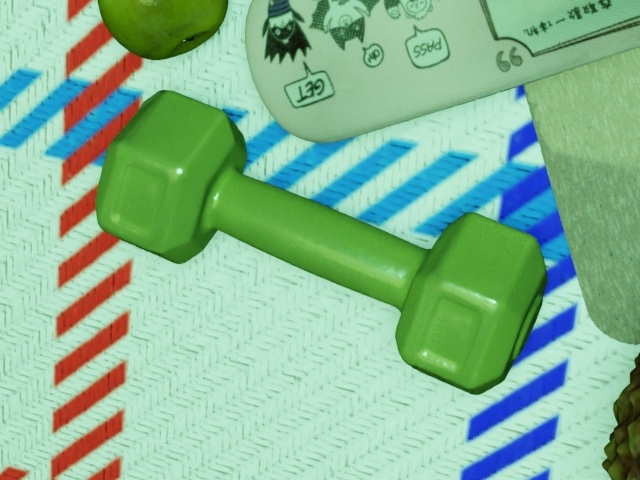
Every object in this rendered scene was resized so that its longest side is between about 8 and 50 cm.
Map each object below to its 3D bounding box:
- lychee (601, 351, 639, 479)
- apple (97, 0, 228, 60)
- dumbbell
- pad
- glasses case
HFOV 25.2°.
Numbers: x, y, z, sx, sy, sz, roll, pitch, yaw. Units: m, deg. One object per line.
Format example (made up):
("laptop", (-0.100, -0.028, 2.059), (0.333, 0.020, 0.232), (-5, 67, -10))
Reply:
("lychee", (0.291, 0.093, 0.805), (0.271, 0.271, 0.271), (6, 109, 20))
("apple", (-0.103, -0.164, 0.953), (0.089, 0.089, 0.074), (-30, 87, 26))
("dumbbell", (0.000, 0.000, 0.954), (0.302, 0.108, 0.121), (22, 114, 14))
("pad", (0.225, -0.067, 0.902), (0.176, 0.002, 0.266), (-13, 101, 25))
("glasses case", (0.091, -0.149, 0.886), (0.314, 0.075, 0.122), (-15, 99, 28))
